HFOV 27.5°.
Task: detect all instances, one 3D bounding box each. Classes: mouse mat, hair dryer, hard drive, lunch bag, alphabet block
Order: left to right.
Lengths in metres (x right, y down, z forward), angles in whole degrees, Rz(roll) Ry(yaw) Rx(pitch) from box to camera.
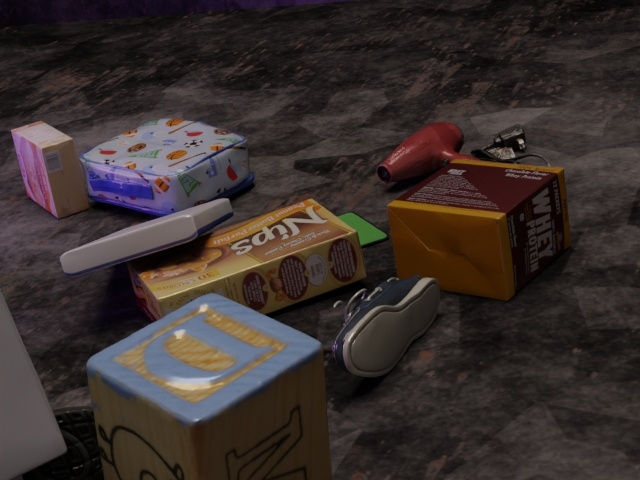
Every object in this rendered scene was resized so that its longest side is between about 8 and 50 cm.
[{"bbox_3d":[-0.265,-0.009,2.068,0.210,0.040,0.319,-17,4,7],"label":"hard drive"},{"bbox_3d":[-0.295,-0.132,2.440,0.303,0.115,0.243,11,33,39],"label":"lunch bag"},{"bbox_3d":[-0.117,0.202,1.427,0.193,0.197,0.192,-27,35,-37],"label":"alphabet block"},{"bbox_3d":[0.000,0.000,2.136,0.189,0.007,0.152,-19,24,-18],"label":"mouse mat"},{"bbox_3d":[0.242,-0.151,2.301,0.293,0.080,0.223,-10,23,1],"label":"hair dryer"}]

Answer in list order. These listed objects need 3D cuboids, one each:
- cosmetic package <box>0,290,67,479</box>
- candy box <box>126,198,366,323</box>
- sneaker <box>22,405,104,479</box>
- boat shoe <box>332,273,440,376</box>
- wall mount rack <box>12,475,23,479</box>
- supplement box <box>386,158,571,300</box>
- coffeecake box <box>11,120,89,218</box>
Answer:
[{"bbox_3d":[-0.441,0.132,1.471,0.161,0.230,0.453,-24,12,-20],"label":"cosmetic package"},{"bbox_3d":[-0.113,0.043,1.966,0.316,0.088,0.183,-18,24,-17],"label":"candy box"},{"bbox_3d":[-0.373,0.257,1.561,0.286,0.109,0.130,-15,15,-19],"label":"sneaker"},{"bbox_3d":[0.075,0.107,1.734,0.079,0.095,0.254,6,26,29],"label":"boat shoe"},{"bbox_3d":[-0.356,0.342,1.306,0.350,0.131,0.304,9,29,40],"label":"wall mount rack"},{"bbox_3d":[0.237,-0.022,1.928,0.191,0.129,0.194,8,29,37],"label":"supplement box"},{"bbox_3d":[-0.518,-0.138,2.499,0.068,0.142,0.185,-20,24,-24],"label":"coffeecake box"}]
